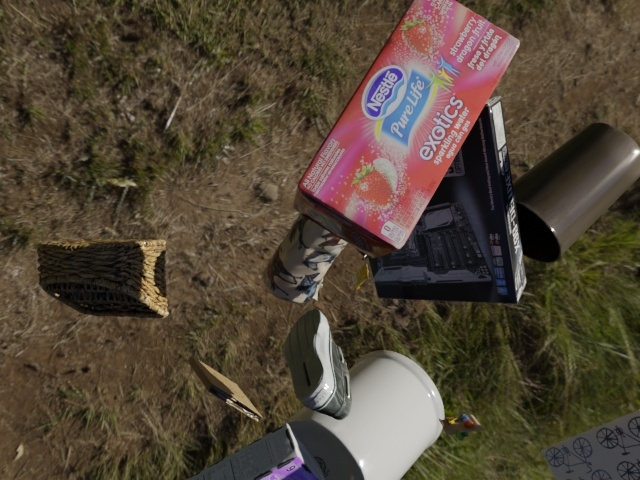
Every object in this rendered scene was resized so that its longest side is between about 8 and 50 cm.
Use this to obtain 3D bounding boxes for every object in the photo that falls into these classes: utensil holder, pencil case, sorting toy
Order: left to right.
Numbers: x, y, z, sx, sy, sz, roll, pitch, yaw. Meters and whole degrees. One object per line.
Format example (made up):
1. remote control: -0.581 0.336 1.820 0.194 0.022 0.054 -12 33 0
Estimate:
1. pencil case: 0.000 0.000 1.460 0.183 0.160 0.410 16 127 -27
2. utensil holder: 0.113 0.535 1.447 0.385 0.327 0.327 -22 103 -48
3. sorting toy: 0.231 0.302 0.838 0.062 0.083 0.012 -6 93 0

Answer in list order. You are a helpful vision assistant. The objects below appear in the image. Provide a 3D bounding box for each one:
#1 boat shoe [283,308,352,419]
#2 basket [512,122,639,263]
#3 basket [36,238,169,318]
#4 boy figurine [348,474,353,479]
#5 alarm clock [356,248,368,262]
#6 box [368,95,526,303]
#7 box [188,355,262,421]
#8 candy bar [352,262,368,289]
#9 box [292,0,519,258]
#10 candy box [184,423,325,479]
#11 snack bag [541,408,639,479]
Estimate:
1. boat shoe: -0.004 0.281 1.168 0.121 0.335 0.119 -39 111 12
2. basket: 0.439 -0.089 0.921 0.227 0.204 0.154 -40 88 -4
3. basket: -0.570 0.110 1.335 0.299 0.213 0.223 1 93 18
4. boy figurine: 0.022 0.504 0.927 0.177 0.285 0.092 -38 136 -38
5. alarm clock: 0.124 -0.042 1.223 0.129 0.064 0.192 11 77 -47
6. box: 0.179 -0.053 0.823 0.076 0.242 0.307 -39 120 -50
7. box: -0.244 0.373 1.307 0.164 0.201 0.021 42 78 -26
8. candy bar: 0.107 0.099 1.377 0.018 0.161 0.040 -5 75 -8
9. box: 0.085 -0.120 0.565 0.122 0.128 0.257 32 83 -2
10. candy box: -0.102 0.421 0.873 0.196 0.070 0.165 -29 129 -3
11. snack bag: 0.512 0.408 0.708 0.037 0.323 0.342 2 55 -35
